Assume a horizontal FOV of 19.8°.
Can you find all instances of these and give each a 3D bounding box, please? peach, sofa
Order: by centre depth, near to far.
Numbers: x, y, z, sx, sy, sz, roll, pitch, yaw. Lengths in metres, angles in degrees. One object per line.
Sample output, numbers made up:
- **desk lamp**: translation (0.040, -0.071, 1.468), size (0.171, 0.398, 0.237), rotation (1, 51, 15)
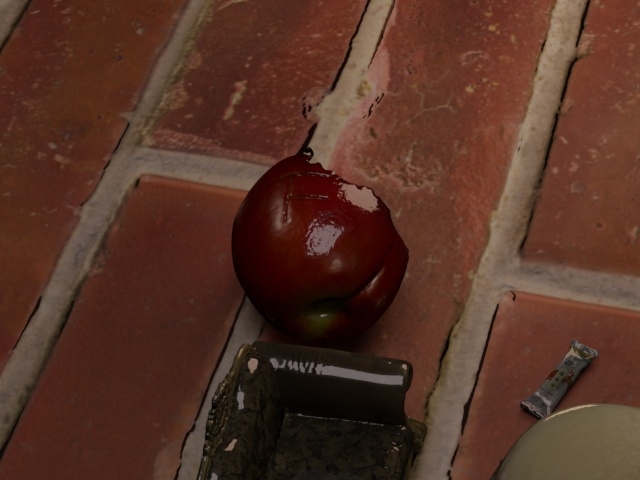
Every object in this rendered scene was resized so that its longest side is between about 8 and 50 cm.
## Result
- **sofa**: translation (-0.006, 0.229, 1.893), size (0.200, 0.182, 0.258), rotation (8, 51, 12)
- **peach**: translation (0.000, 0.000, 2.091), size (0.190, 0.196, 0.226), rotation (20, 42, -24)

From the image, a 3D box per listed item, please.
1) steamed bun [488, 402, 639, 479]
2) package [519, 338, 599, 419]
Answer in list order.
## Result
- **steamed bun**: translation (0.253, 0.405, 1.599), size (0.290, 0.371, 0.455), rotation (7, 55, -7)
- **package**: translation (0.267, 0.155, 2.037), size (0.037, 0.015, 0.110), rotation (31, 61, 22)
